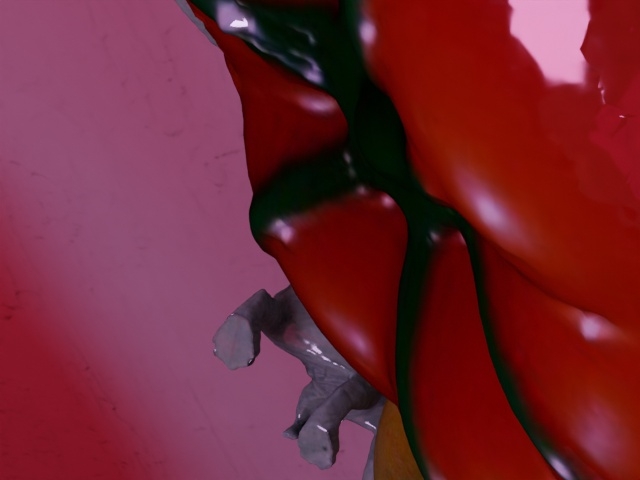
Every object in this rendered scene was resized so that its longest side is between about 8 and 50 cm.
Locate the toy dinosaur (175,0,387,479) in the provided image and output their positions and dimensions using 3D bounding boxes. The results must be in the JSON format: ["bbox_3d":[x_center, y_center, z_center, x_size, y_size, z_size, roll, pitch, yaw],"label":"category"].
[{"bbox_3d":[-0.012,0.033,0.960,0.076,0.129,0.383,-2,136,19],"label":"toy dinosaur"}]

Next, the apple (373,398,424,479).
[{"bbox_3d":[0.114,0.107,0.963,0.182,0.155,0.182,10,119,18],"label":"apple"}]

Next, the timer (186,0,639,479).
[{"bbox_3d":[0.113,-0.080,0.572,0.378,0.279,0.378,55,160,31],"label":"timer"}]
